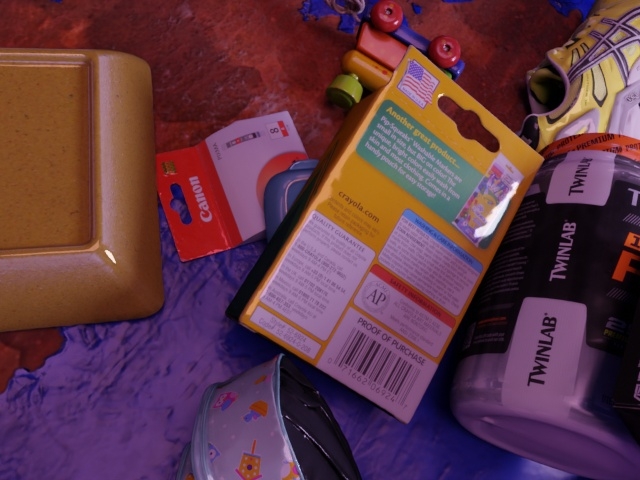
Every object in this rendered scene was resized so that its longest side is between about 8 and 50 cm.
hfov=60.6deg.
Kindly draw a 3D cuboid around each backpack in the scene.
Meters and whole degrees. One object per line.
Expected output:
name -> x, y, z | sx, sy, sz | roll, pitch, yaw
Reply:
backpack -> -0.040, 0.201, 0.460 | 0.144, 0.166, 0.189 | -17, 106, 3

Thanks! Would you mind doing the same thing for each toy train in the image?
toy train -> 0.050, -0.238, 0.726 | 0.248, 0.105, 0.143 | 31, 78, -1

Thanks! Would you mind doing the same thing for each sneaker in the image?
sneaker -> 0.390, -0.253, 0.789 | 0.147, 0.145, 0.385 | 26, 63, -4

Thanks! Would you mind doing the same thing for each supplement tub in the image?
supplement tub -> 0.280, 0.061, 0.599 | 0.207, 0.207, 0.338 | 25, 65, -4

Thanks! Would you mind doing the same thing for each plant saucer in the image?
plant saucer -> -0.341, -0.077, 0.559 | 0.332, 0.081, 0.333 | -4, 69, -14

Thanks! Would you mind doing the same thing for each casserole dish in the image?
casserole dish -> 0.000, 0.000, 0.613 | 0.114, 0.037, 0.189 | -6, 89, -20

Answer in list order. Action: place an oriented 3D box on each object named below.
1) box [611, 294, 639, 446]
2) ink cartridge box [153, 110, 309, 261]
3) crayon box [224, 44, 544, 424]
box -> 0.325, 0.119, 0.466 | 0.184, 0.045, 0.191 | 50, 56, -22
ink cartridge box -> -0.097, -0.069, 0.644 | 0.179, 0.045, 0.146 | -16, 73, -22
crayon box -> 0.075, -0.007, 0.576 | 0.203, 0.083, 0.323 | 35, 78, -15
